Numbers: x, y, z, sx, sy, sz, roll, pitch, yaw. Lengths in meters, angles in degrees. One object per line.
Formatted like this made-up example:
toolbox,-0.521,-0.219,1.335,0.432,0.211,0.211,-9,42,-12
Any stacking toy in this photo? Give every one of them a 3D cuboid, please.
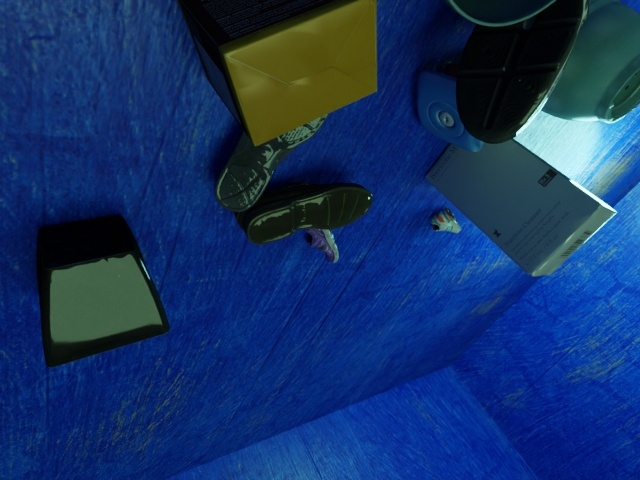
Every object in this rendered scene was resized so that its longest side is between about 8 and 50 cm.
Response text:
stacking toy,0.363,-0.351,0.875,0.302,0.166,0.175,-45,147,-13

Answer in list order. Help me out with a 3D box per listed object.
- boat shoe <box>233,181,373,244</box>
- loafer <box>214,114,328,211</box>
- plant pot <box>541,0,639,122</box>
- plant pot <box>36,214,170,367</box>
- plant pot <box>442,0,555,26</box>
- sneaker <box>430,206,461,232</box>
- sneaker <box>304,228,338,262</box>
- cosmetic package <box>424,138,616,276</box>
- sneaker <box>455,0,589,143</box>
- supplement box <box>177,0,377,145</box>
boat shoe,-0.032,-0.084,0.876,0.308,0.104,0.110,-12,131,-29
loafer,-0.089,-0.190,0.727,0.109,0.095,0.302,35,104,-23
plant pot,0.704,-0.418,1.020,0.293,0.196,0.293,-24,145,-18
plant pot,-0.383,0.065,0.693,0.188,0.187,0.166,-14,128,-29
plant pot,0.218,-0.462,0.524,0.290,0.195,0.290,-15,136,-15
sneaker,0.409,-0.056,1.346,0.075,0.057,0.161,-29,151,20
sneaker,0.000,0.000,1.056,0.071,0.068,0.169,-20,138,5
cosmetic package,0.479,-0.118,1.023,0.156,0.385,0.217,4,128,-45
sneaker,0.399,-0.359,0.725,0.258,0.169,0.447,16,91,-50
supplement box,-0.056,-0.264,0.544,0.191,0.194,0.129,-28,145,-11
